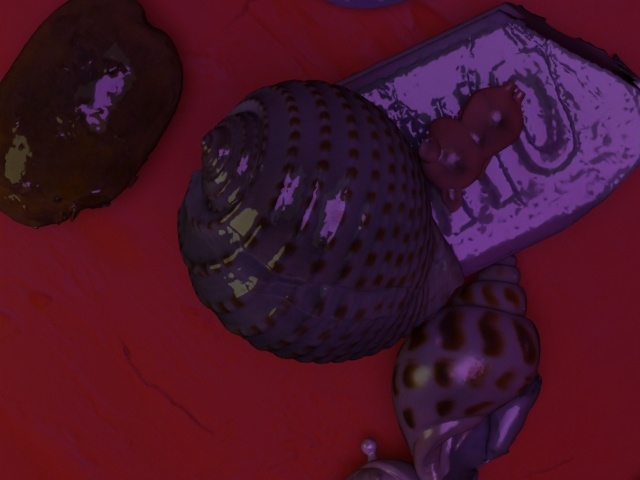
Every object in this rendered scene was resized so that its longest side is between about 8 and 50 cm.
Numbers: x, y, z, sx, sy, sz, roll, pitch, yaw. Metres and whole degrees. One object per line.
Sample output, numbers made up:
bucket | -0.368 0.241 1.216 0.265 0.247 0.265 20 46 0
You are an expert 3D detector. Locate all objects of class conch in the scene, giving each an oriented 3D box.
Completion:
conch | -0.005 0.003 1.689 0.319 0.215 0.303 37 109 -4
conch | 0.174 0.147 1.883 0.149 0.183 0.275 41 96 30

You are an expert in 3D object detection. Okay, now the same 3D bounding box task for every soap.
soap | 0.155 -0.102 1.849 0.446 0.156 0.261 -25 96 4

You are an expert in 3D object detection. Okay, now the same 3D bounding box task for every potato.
potato | -0.279 -0.146 1.866 0.191 0.141 0.296 32 100 0

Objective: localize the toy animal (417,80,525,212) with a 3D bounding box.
toy animal | 0.161 -0.111 1.728 0.083 0.089 0.150 41 88 0

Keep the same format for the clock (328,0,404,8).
clock | 0.072 -0.350 1.840 0.172 0.064 0.198 25 133 -10

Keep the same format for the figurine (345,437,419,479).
figurine | 0.116 0.354 1.912 0.144 0.182 0.257 -37 93 -10
